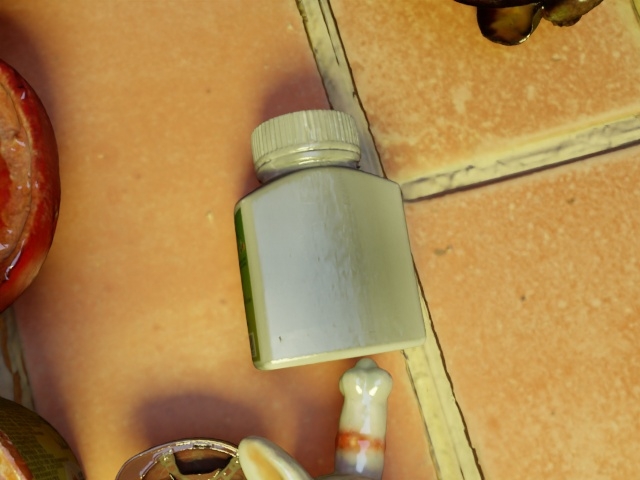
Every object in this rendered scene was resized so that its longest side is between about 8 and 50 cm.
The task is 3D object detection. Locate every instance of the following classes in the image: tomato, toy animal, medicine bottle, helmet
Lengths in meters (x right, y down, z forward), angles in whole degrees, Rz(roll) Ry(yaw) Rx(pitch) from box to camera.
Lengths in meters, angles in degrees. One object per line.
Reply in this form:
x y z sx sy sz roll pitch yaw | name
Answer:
-0.291 -0.028 0.474 0.227 0.101 0.228 0 74 -2 | tomato
0.021 0.231 0.428 0.140 0.138 0.283 3 93 -40 | toy animal
0.000 0.000 0.513 0.132 0.088 0.189 -6 80 -11 | medicine bottle
-0.096 0.187 0.478 0.111 0.057 0.089 8 81 -14 | helmet

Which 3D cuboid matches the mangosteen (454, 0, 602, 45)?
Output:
0.175 -0.288 0.548 0.265 0.228 0.228 45 72 -37 | mangosteen

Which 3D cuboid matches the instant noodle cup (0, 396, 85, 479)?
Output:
-0.262 0.195 0.378 0.264 0.200 0.264 2 78 -8 | instant noodle cup
